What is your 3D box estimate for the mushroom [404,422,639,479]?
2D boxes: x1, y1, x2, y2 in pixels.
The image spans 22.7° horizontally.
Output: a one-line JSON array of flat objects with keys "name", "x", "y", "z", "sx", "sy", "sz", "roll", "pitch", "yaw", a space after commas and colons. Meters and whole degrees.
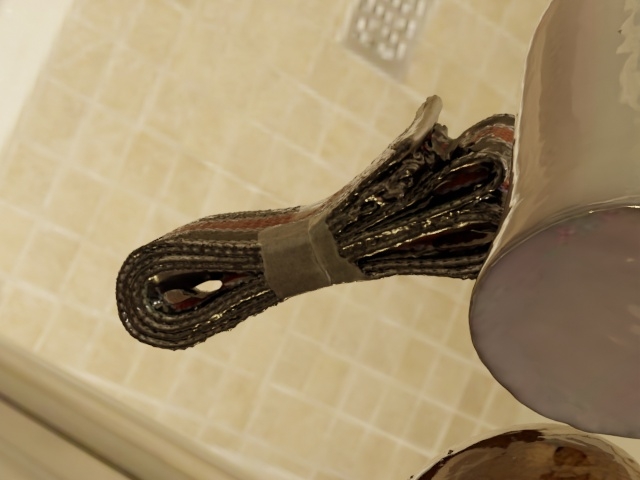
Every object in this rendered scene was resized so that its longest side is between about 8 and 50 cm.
[{"name": "mushroom", "x": 0.083, "y": 0.277, "z": 0.912, "sx": 0.345, "sy": 0.239, "sz": 0.345, "roll": 0, "pitch": 90, "yaw": -81}]

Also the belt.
[{"name": "belt", "x": 0.000, "y": 0.000, "z": 1.233, "sx": 0.126, "sy": 0.360, "sz": 0.094, "roll": 61, "pitch": 29, "yaw": -16}]

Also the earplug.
[{"name": "earplug", "x": 0.173, "y": -0.062, "z": 0.874, "sx": 0.301, "sy": 0.172, "sz": 0.172, "roll": -81, "pitch": 150, "yaw": -44}]
